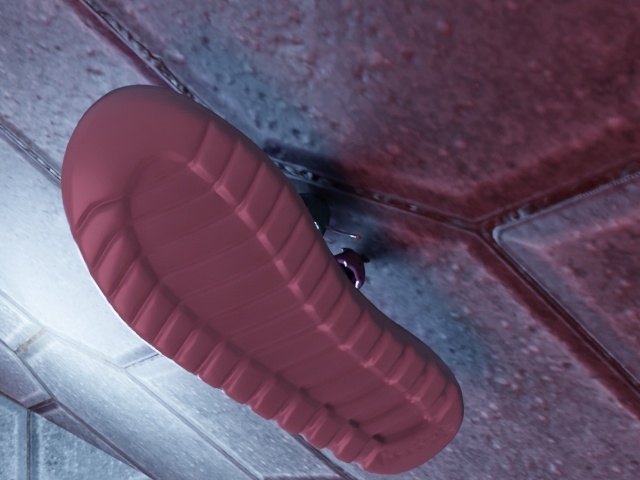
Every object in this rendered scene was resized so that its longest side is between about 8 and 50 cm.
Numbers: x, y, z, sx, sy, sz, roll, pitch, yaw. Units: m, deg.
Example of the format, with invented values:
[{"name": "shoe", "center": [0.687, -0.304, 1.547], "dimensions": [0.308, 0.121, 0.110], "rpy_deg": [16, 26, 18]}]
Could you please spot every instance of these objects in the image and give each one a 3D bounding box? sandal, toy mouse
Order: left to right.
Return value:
[{"name": "sandal", "center": [-0.046, 0.048, 0.676], "dimensions": [0.416, 0.169, 0.102], "rpy_deg": [49, -172, -23]}, {"name": "toy mouse", "center": [0.000, 0.000, 0.705], "dimensions": [0.161, 0.031, 0.143], "rpy_deg": [44, 150, -14]}]
